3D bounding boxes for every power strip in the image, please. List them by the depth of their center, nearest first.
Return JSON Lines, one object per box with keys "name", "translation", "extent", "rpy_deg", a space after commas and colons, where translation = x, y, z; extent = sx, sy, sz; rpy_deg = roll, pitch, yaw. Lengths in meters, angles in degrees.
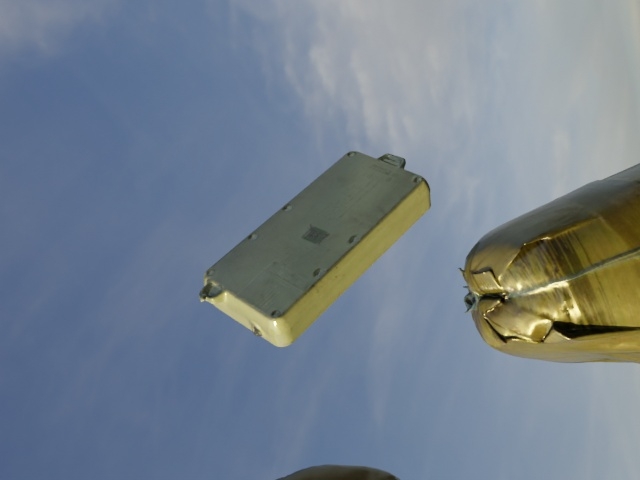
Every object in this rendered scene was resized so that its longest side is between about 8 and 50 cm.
{"name": "power strip", "translation": [0.000, 0.000, 0.695], "extent": [0.270, 0.118, 0.046], "rpy_deg": [-42, -40, -27]}

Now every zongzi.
{"name": "zongzi", "translation": [0.264, 0.082, 0.525], "extent": [0.274, 0.250, 0.125], "rpy_deg": [66, -172, 4]}

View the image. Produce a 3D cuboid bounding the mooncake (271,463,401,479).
{"name": "mooncake", "translation": [0.021, 0.583, 1.140], "extent": [0.378, 0.378, 0.201], "rpy_deg": [-52, -37, -50]}
